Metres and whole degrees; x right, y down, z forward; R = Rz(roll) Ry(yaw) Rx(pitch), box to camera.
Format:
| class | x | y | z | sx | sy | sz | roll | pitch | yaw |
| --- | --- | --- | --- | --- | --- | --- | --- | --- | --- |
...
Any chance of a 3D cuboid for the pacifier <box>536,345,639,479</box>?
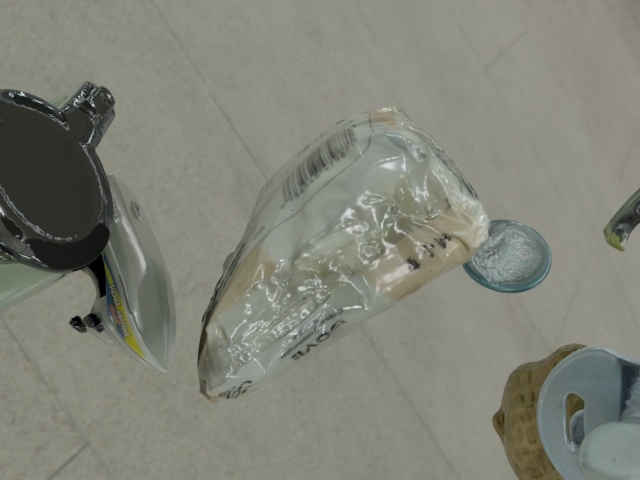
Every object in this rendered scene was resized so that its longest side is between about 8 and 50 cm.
| class | x | y | z | sx | sy | sz | roll | pitch | yaw |
| --- | --- | --- | --- | --- | --- | --- | --- | --- | --- |
| pacifier | 0.372 | 0.244 | 1.109 | 0.207 | 0.279 | 0.227 | -10 | 98 | -58 |

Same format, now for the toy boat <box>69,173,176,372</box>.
| class | x | y | z | sx | sy | sz | roll | pitch | yaw |
| --- | --- | --- | --- | --- | --- | --- | --- | --- | --- |
| toy boat | -0.267 | 0.051 | 1.267 | 0.141 | 0.141 | 0.269 | 15 | 59 | -50 |

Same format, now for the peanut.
| class | x | y | z | sx | sy | sz | roll | pitch | yaw |
| --- | --- | --- | --- | --- | --- | --- | --- | --- | --- |
| peanut | 0.330 | 0.253 | 1.339 | 0.110 | 0.233 | 0.196 | 5 | 67 | -39 |

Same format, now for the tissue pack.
| class | x | y | z | sx | sy | sz | roll | pitch | yaw |
| --- | --- | --- | --- | --- | --- | --- | --- | --- | --- |
| tissue pack | 0.000 | 0.000 | 1.169 | 0.195 | 0.376 | 0.390 | 49 | 11 | -14 |

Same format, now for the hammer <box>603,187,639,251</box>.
| class | x | y | z | sx | sy | sz | roll | pitch | yaw |
| --- | --- | --- | --- | --- | --- | --- | --- | --- | --- |
| hammer | 0.587 | -0.082 | 1.697 | 0.041 | 0.226 | 0.158 | 30 | 29 | -11 |

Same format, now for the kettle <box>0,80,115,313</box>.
| class | x | y | z | sx | sy | sz | roll | pitch | yaw |
| --- | --- | --- | --- | --- | --- | --- | --- | --- | --- |
| kettle | -0.437 | -0.036 | 1.181 | 0.250 | 0.377 | 0.361 | 55 | 31 | -21 |

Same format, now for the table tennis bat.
| class | x | y | z | sx | sy | sz | roll | pitch | yaw |
| --- | --- | --- | --- | --- | --- | --- | --- | --- | --- |
| table tennis bat | 0.232 | 0.007 | 1.376 | 0.124 | 0.201 | 0.033 | -49 | 154 | -29 |
